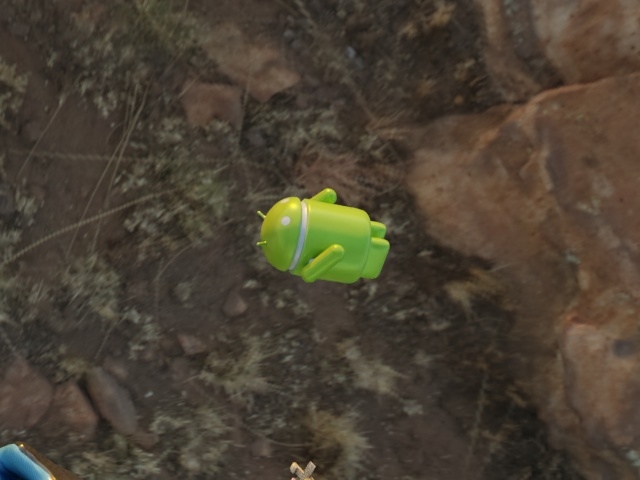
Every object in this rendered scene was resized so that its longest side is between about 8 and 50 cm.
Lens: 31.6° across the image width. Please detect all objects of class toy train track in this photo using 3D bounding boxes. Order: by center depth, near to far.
[{"bbox_3d":[-0.011,0.304,1.382,0.014,0.048,0.083,-7,40,-48],"label":"toy train track"}]

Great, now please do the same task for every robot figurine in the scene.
[{"bbox_3d":[0.000,0.000,0.984,0.115,0.067,0.101,11,37,-13],"label":"robot figurine"}]

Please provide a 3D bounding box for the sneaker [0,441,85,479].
[{"bbox_3d":[-0.185,0.275,0.764,0.125,0.341,0.139,-35,121,0],"label":"sneaker"}]
